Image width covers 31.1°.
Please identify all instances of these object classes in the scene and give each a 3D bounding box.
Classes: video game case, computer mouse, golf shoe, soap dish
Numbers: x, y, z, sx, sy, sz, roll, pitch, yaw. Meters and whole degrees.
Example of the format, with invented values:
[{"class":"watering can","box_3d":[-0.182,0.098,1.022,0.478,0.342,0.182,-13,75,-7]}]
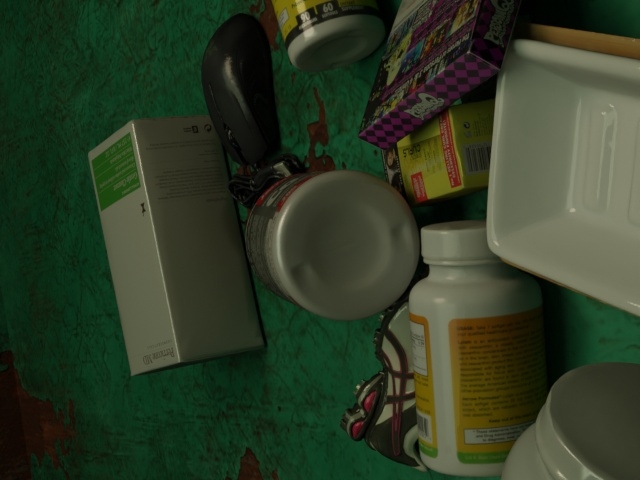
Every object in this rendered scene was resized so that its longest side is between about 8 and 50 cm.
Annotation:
[{"class":"video game case","box_3d":[0.127,-0.217,1.124,0.232,0.041,0.210,-32,35,62]},{"class":"computer mouse","box_3d":[-0.115,-0.186,1.619,0.188,0.072,0.272,-16,84,59]},{"class":"golf shoe","box_3d":[0.119,0.144,1.320,0.120,0.105,0.273,34,129,24]},{"class":"soap dish","box_3d":[0.273,-0.057,0.973,0.291,0.118,0.229,25,119,54]}]

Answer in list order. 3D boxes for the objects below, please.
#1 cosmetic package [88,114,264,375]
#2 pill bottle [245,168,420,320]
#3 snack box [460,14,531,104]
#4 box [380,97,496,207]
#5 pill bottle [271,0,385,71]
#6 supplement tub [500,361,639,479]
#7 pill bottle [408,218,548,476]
[{"class":"cosmetic package","box_3d":[-0.224,0.010,1.769,0.197,0.155,0.366,-24,76,55]},{"class":"pill bottle","box_3d":[0.000,0.000,1.334,0.283,0.161,0.161,-170,73,-77]},{"class":"snack box","box_3d":[0.187,-0.145,1.168,0.100,0.037,0.141,-23,78,58]},{"class":"box","box_3d":[0.127,-0.085,1.203,0.232,0.058,0.087,169,91,-75]},{"class":"pill bottle","box_3d":[-0.007,-0.317,1.365,0.119,0.119,0.209,-38,65,55]},{"class":"supplement tub","box_3d":[0.249,0.287,0.990,0.228,0.228,0.316,44,133,45]},{"class":"pill bottle","box_3d":[0.161,0.105,1.177,0.136,0.136,0.246,6,102,58]}]
